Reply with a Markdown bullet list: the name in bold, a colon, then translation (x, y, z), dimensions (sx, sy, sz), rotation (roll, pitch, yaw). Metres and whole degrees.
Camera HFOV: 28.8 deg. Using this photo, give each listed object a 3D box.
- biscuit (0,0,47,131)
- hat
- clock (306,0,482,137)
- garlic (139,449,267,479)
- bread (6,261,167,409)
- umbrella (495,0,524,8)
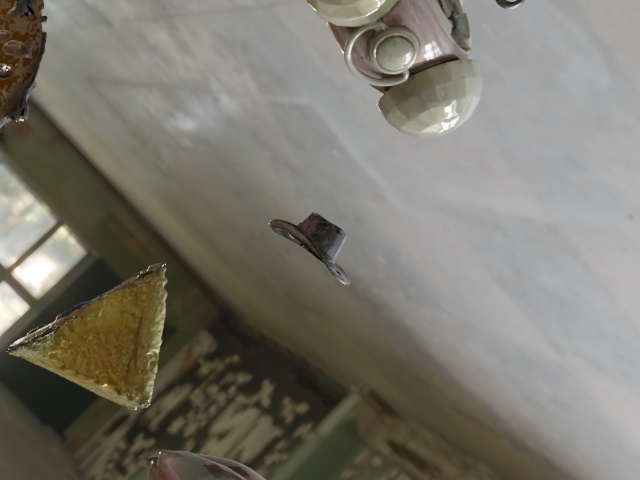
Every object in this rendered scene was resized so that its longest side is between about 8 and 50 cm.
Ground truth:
- **biscuit**: translation (-0.374, -0.219, 1.152), dimensions (0.075, 0.296, 0.296), rotation (1, 142, 35)
- **hat**: translation (0.000, 0.000, 1.458), dimensions (0.121, 0.050, 0.121), rotation (39, 178, 2)
- **clock**: translation (0.088, -0.331, 1.683), dimensions (0.342, 0.184, 0.325), rotation (47, -159, -32)
- **garlic**: translation (-0.068, 0.347, 1.252), dimensions (0.279, 0.132, 0.325), rotation (84, 160, -44)
- **bread**: translation (-0.262, 0.096, 1.398), dimensions (0.160, 0.169, 0.140), rotation (12, 170, -19)
- **umbrella**: translation (0.207, -0.291, 0.926), dimensions (0.044, 0.269, 0.044), rotation (29, -165, -20)
